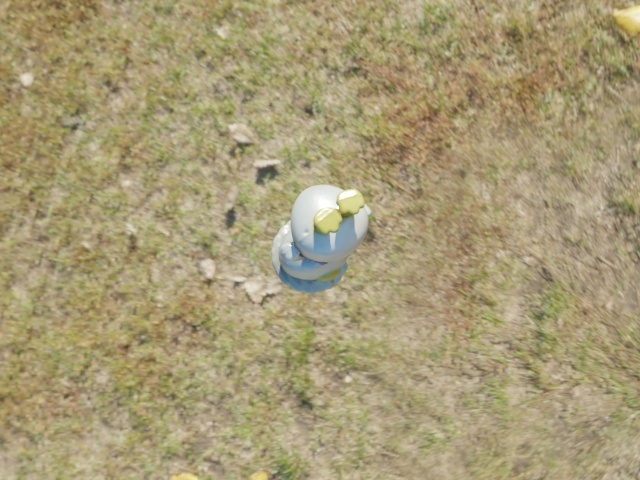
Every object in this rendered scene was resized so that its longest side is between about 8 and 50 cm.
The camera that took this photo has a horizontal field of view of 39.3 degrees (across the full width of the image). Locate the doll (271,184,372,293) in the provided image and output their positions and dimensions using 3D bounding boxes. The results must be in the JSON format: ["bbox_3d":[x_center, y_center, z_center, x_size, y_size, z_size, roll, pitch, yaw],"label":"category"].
[{"bbox_3d":[0.000,0.000,1.232,0.138,0.293,0.119,-33,84,-17],"label":"doll"}]
